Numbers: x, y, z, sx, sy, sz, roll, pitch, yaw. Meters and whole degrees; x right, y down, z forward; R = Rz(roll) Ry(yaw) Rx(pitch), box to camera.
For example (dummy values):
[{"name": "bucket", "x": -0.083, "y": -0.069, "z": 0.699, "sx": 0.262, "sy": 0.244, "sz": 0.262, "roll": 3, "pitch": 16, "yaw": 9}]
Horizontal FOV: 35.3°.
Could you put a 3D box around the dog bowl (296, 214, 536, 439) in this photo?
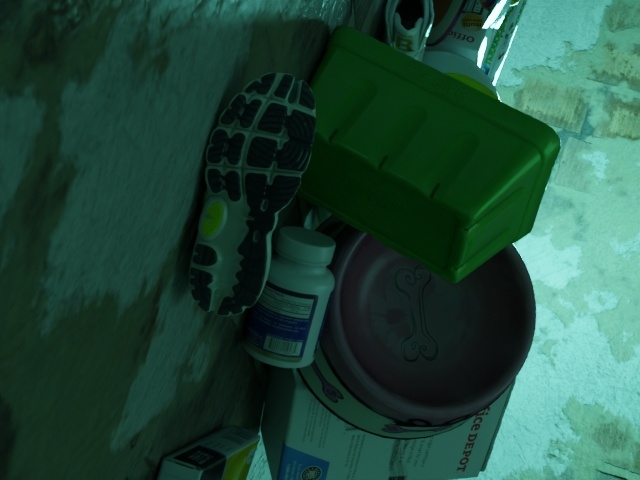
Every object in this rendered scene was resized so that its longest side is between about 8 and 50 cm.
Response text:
[{"name": "dog bowl", "x": 0.156, "y": 0.111, "z": 1.590, "sx": 0.150, "sy": 0.408, "sz": 0.407, "roll": 151, "pitch": -39, "yaw": -72}]

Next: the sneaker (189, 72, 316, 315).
[{"name": "sneaker", "x": -0.086, "y": -0.055, "z": 1.102, "sx": 0.110, "sy": 0.107, "sz": 0.275, "roll": -111, "pitch": -139, "yaw": -74}]

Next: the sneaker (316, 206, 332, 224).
[{"name": "sneaker", "x": 0.000, "y": 0.000, "z": 1.702, "sx": 0.256, "sy": 0.094, "sz": 0.151, "roll": -48, "pitch": 123, "yaw": -16}]

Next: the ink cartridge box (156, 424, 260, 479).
[{"name": "ink cartridge box", "x": -0.189, "y": 0.428, "z": 1.397, "sx": 0.303, "sy": 0.072, "sz": 0.307, "roll": 11, "pitch": 94, "yaw": -80}]

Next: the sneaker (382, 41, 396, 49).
[{"name": "sneaker", "x": 0.083, "y": -0.290, "z": 1.682, "sx": 0.144, "sy": 0.059, "sz": 0.053, "roll": 124, "pitch": -43, "yaw": -68}]

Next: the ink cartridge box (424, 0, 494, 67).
[{"name": "ink cartridge box", "x": 0.269, "y": -0.447, "z": 2.054, "sx": 0.168, "sy": 0.171, "sz": 0.232, "roll": 82, "pitch": 27, "yaw": -65}]

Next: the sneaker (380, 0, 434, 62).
[{"name": "sneaker", "x": 0.131, "y": -0.307, "z": 1.751, "sx": 0.169, "sy": 0.108, "sz": 0.292, "roll": 77, "pitch": 22, "yaw": -76}]

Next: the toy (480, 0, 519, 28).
[{"name": "toy", "x": 0.335, "y": -0.465, "z": 1.869, "sx": 0.136, "sy": 0.056, "sz": 0.237, "roll": -60, "pitch": 169, "yaw": 18}]

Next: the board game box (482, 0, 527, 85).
[{"name": "board game box", "x": 0.339, "y": -0.492, "z": 2.227, "sx": 0.053, "sy": 0.193, "sz": 0.305, "roll": -25, "pitch": 141, "yaw": -50}]

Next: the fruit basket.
[{"name": "fruit basket", "x": 0.174, "y": -0.157, "z": 1.476, "sx": 0.283, "sy": 0.392, "sz": 0.392, "roll": 93, "pitch": 17, "yaw": -55}]

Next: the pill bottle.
[{"name": "pill bottle", "x": -0.041, "y": 0.080, "z": 1.461, "sx": 0.112, "sy": 0.112, "sz": 0.186, "roll": -42, "pitch": 148, "yaw": -71}]

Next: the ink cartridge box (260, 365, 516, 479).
[{"name": "ink cartridge box", "x": 0.111, "y": 0.291, "z": 1.789, "sx": 0.166, "sy": 0.395, "sz": 0.285, "roll": -110, "pitch": -156, "yaw": -49}]

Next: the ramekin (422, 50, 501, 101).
[{"name": "ramekin", "x": 0.215, "y": -0.222, "z": 1.899, "sx": 0.135, "sy": 0.277, "sz": 0.277, "roll": 52, "pitch": 56, "yaw": -69}]

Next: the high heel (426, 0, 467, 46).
[{"name": "high heel", "x": 0.266, "y": -0.541, "z": 1.970, "sx": 0.181, "sy": 0.127, "sz": 0.377, "roll": 28, "pitch": 77, "yaw": -69}]
